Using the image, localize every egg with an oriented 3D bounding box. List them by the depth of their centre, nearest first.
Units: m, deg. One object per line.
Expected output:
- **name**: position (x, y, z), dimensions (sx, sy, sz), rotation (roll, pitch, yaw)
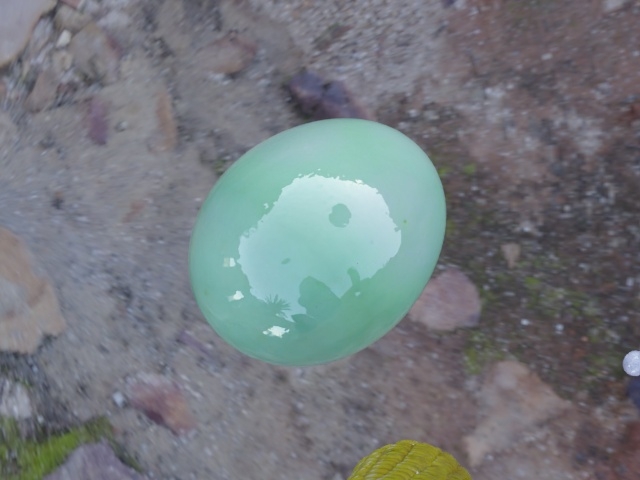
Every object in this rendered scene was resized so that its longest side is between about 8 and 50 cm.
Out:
- **egg**: position (0.000, 0.000, 1.349), dimensions (0.270, 0.220, 0.220), rotation (-34, 99, -18)

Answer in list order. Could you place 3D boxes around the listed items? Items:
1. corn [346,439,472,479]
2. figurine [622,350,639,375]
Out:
- **corn**: position (0.056, 0.233, 1.007), dimensions (0.144, 0.387, 0.144), rotation (1, 99, 9)
- **figurine**: position (0.519, 0.040, 1.640), dimensions (0.253, 0.211, 0.361), rotation (48, 55, -22)
